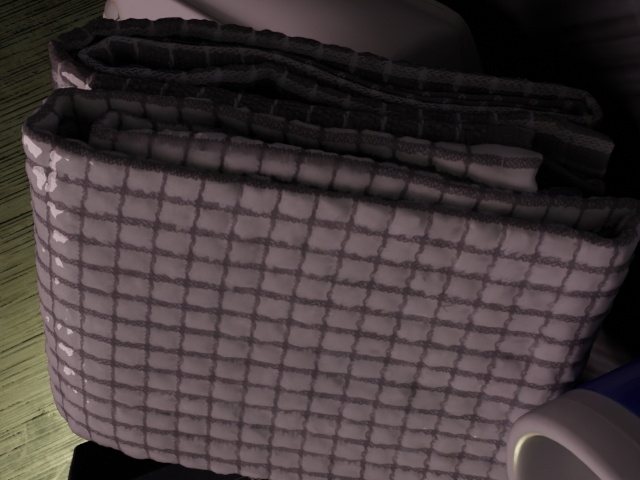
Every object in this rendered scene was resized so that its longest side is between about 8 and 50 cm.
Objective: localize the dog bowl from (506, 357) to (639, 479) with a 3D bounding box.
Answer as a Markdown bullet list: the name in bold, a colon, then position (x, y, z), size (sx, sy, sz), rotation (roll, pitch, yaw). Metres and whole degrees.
- **dog bowl**: position (0.192, 0.176, 0.535), size (0.265, 0.104, 0.265), rotation (62, 170, 19)

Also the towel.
- **towel**: position (0.000, 0.013, 0.628), size (0.121, 0.283, 0.235), rotation (-83, 1, -46)

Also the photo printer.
- **photo printer**: position (-0.017, -0.083, 0.812), size (0.307, 0.107, 0.256), rotation (36, 155, 40)

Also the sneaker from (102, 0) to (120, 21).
- **sneaker**: position (-0.172, -0.294, 1.233), size (0.262, 0.099, 0.121), rotation (-81, -18, -63)

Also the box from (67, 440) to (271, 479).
- **box**: position (0.010, 0.269, 0.979), size (0.179, 0.343, 0.313), rotation (-152, 42, -79)
